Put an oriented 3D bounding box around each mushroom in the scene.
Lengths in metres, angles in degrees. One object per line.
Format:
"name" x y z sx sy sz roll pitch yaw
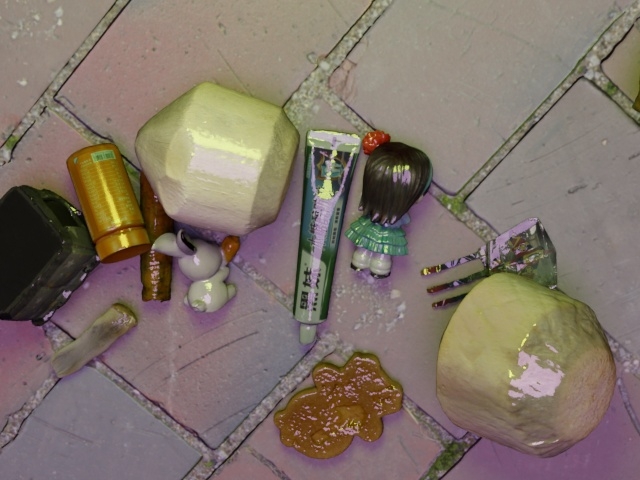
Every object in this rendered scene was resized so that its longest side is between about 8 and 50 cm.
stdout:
"mushroom" -0.423 0.188 1.715 0.202 0.054 0.059 -39 94 16

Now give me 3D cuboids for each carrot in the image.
"carrot" -0.290 -0.013 1.645 0.070 0.070 0.260 5 105 1

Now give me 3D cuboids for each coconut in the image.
"coconut" -0.175 -0.136 1.526 0.266 0.237 0.237 19 104 -6
"coconut" 0.332 0.210 1.583 0.329 0.329 0.328 0 104 2

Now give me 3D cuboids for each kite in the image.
"kite" 0.308 0.054 1.669 0.245 0.015 0.141 -18 100 5

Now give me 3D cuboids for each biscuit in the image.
"biscuit" 0.032 0.317 1.733 0.249 0.035 0.184 -40 98 11

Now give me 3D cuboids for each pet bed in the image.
"pet bed" -0.500 0.026 1.630 0.183 0.159 0.211 45 100 17

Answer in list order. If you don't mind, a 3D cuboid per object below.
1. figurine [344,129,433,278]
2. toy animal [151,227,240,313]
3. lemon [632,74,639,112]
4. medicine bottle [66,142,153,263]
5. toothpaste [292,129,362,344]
"figurine" 0.108 -0.059 1.605 0.138 0.110 0.245 21 111 15
"toy animal" -0.210 0.039 1.632 0.131 0.127 0.181 -10 115 11
"lemon" 0.635 -0.271 1.466 0.228 0.228 0.253 33 107 -6
"medicine bottle" -0.365 -0.064 1.593 0.096 0.096 0.192 -23 81 7
"toothpaste" 0.000 0.000 1.643 0.099 0.061 0.392 8 102 3
